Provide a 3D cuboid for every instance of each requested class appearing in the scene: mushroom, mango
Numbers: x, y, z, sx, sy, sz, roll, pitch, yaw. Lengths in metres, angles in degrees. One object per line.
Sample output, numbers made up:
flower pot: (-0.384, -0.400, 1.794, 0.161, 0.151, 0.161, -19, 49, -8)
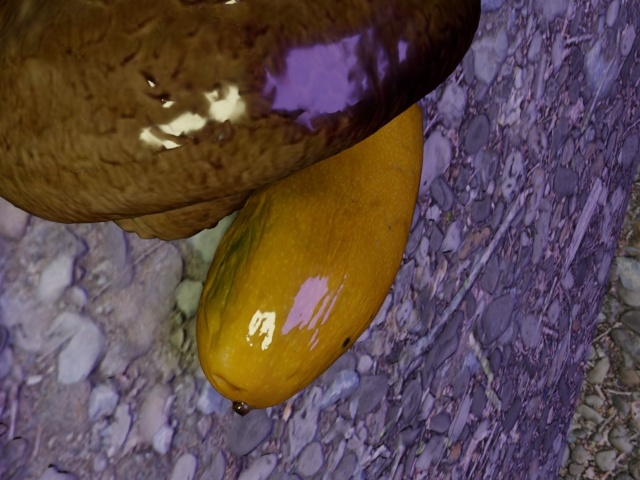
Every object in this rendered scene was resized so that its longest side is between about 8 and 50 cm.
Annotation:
mushroom: (-0.064, -0.128, 0.596, 0.239, 0.345, 0.345, 44, 66, -32)
mango: (0.002, 0.001, 0.900, 0.359, 0.144, 0.187, -58, 147, -27)
